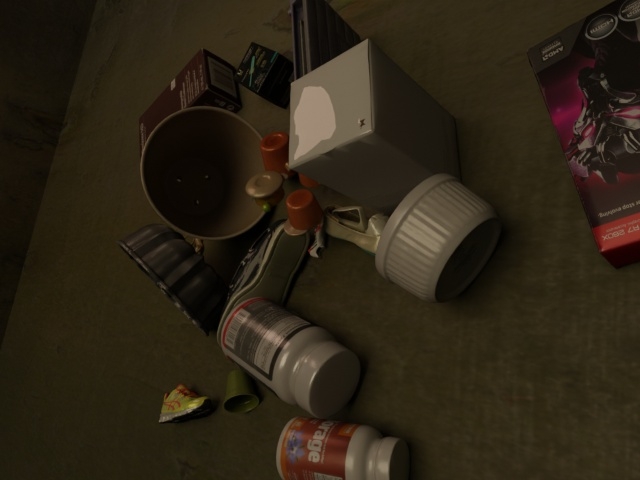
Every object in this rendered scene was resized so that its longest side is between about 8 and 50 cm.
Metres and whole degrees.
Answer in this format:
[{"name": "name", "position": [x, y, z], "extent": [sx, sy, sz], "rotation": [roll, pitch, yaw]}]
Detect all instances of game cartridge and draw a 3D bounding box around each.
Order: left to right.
[{"name": "game cartridge", "position": [0.025, -0.360, 1.043], "extent": [0.068, 0.230, 0.354], "rotation": [-17, 64, 30]}]

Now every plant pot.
[{"name": "plant pot", "position": [-0.190, 0.348, 1.117], "extent": [0.083, 0.083, 0.079], "rotation": [-45, 38, 23]}]

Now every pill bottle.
[{"name": "pill bottle", "position": [-0.064, 0.232, 0.973], "extent": [0.283, 0.161, 0.161], "rotation": [19, 90, 45]}, {"name": "pill bottle", "position": [0.040, 0.384, 0.843], "extent": [0.216, 0.121, 0.121], "rotation": [-6, 72, 31]}]

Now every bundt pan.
[{"name": "bundt pan", "position": [-0.358, 0.086, 1.220], "extent": [0.124, 0.330, 0.331], "rotation": [-44, 42, -20]}]

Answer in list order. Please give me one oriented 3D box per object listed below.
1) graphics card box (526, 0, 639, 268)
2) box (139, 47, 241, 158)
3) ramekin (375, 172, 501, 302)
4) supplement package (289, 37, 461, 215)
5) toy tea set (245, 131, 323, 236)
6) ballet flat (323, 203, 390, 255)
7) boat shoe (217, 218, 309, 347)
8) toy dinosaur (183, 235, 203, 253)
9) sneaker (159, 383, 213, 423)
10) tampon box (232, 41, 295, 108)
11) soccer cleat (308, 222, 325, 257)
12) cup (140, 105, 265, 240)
[{"name": "graphics card box", "position": [0.463, -0.173, 0.668], "extent": [0.233, 0.094, 0.370], "rotation": [-24, 60, 36]}, {"name": "box", "position": [-0.438, -0.419, 1.564], "extent": [0.381, 0.143, 0.191], "rotation": [-34, 55, 32]}, {"name": "ramekin", "position": [0.199, 0.006, 0.782], "extent": [0.109, 0.207, 0.207], "rotation": [40, 104, 34]}, {"name": "supplement package", "position": [0.106, -0.183, 0.863], "extent": [0.178, 0.293, 0.175], "rotation": [-15, 66, 38]}, {"name": "toy tea set", "position": [-0.057, -0.132, 1.103], "extent": [0.200, 0.124, 0.336], "rotation": [-4, 47, 15]}, {"name": "ballet flat", "position": [0.094, -0.024, 0.959], "extent": [0.248, 0.086, 0.086], "rotation": [20, 90, 44]}, {"name": "boat shoe", "position": [-0.150, 0.095, 1.129], "extent": [0.340, 0.127, 0.113], "rotation": [-64, 32, 8]}, {"name": "toy dinosaur", "position": [-0.374, -0.047, 1.448], "extent": [0.093, 0.053, 0.183], "rotation": [0, 83, 27]}, {"name": "sneaker", "position": [-0.355, 0.418, 1.238], "extent": [0.209, 0.081, 0.094], "rotation": [-24, 58, 36]}, {"name": "tampon box", "position": [-0.146, -0.461, 1.328], "extent": [0.161, 0.101, 0.120], "rotation": [41, 104, 44]}, {"name": "soccer cleat", "position": [0.000, 0.000, 1.088], "extent": [0.036, 0.029, 0.083], "rotation": [27, 98, 36]}, {"name": "cup", "position": [-0.314, -0.158, 1.266], "extent": [0.237, 0.331, 0.330], "rotation": [-7, 70, 63]}]
